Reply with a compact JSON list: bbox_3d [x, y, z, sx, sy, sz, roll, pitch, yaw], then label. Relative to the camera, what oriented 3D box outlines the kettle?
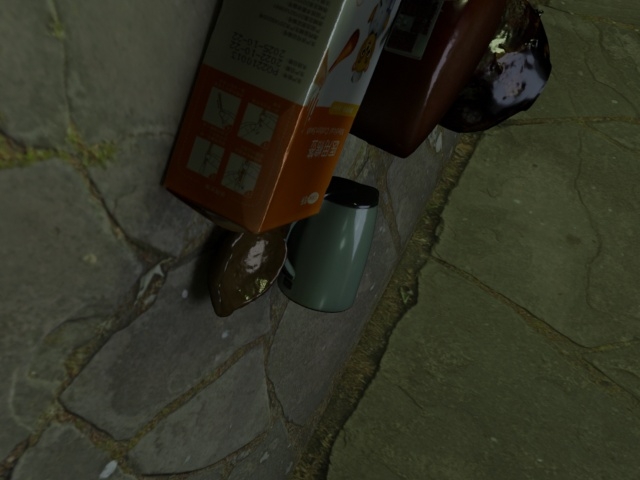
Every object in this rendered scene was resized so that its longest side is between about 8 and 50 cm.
[{"bbox_3d":[0.000,0.000,1.373,0.221,0.161,0.237,-3,122,-38],"label":"kettle"}]

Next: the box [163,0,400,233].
[{"bbox_3d":[-0.040,-0.193,0.897,0.342,0.143,0.225,-70,165,15],"label":"box"}]

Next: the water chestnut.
[{"bbox_3d":[0.328,-0.428,1.608,0.335,0.347,0.335,-42,-157,22],"label":"water chestnut"}]

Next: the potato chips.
[{"bbox_3d":[-0.121,0.025,1.133,0.208,0.061,0.195,-59,159,-17],"label":"potato chips"}]

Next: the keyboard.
[{"bbox_3d":[0.137,-0.315,0.952,0.017,0.055,0.166,80,31,-71],"label":"keyboard"}]

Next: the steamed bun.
[{"bbox_3d":[0.139,-0.336,1.101,0.379,0.235,0.248,-56,166,-23],"label":"steamed bun"}]
